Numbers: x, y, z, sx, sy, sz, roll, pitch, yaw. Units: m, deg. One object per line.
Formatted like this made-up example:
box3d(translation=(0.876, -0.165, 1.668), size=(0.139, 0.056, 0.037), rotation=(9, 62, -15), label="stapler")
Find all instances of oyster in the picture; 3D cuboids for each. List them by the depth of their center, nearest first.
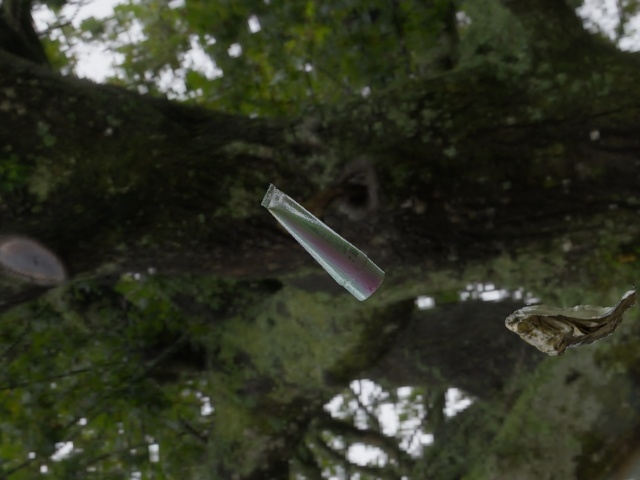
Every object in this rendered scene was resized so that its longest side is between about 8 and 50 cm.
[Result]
box3d(translation=(0.137, 0.046, 0.644), size=(0.093, 0.051, 0.034), rotation=(-7, -100, -19), label="oyster")

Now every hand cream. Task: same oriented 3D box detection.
box3d(translation=(0.000, 0.000, 1.394), size=(0.174, 0.047, 0.076), rotation=(41, -161, -10), label="hand cream")
